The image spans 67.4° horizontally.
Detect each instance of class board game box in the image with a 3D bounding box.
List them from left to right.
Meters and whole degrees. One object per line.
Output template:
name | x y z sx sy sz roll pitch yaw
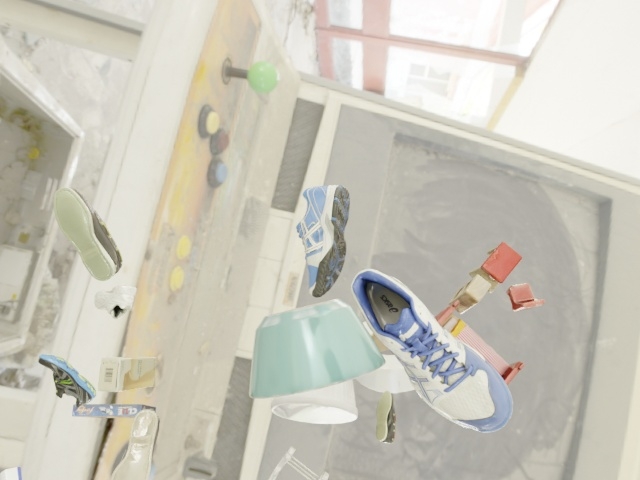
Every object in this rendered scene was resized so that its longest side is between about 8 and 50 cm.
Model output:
board game box | -0.752 0.628 1.762 0.165 0.243 0.042 90 0 -67

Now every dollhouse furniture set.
dollhouse furniture set | 0.404 0.179 1.127 0.374 0.201 0.152 -43 168 -21

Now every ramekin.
ramekin | -0.016 0.482 1.507 0.273 0.272 0.127 89 5 -59

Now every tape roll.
tape roll | 0.235 0.367 1.583 0.286 0.286 0.100 -65 149 -60

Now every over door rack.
over door rack | -0.077 0.732 1.226 0.324 0.239 0.108 -55 172 6

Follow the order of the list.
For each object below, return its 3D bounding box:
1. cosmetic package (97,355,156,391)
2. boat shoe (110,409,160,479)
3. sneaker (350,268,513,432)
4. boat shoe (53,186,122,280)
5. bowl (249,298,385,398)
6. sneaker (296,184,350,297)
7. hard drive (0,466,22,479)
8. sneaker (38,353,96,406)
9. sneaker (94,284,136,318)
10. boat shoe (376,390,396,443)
cosmetic package | -0.358 0.248 0.897 0.115 0.041 0.060 36 54 -72
boat shoe | -0.393 0.476 1.033 0.065 0.075 0.206 102 -3 -59
sneaker | 0.146 0.159 0.707 0.112 0.296 0.131 -48 149 3
boat shoe | -0.533 -0.019 1.108 0.069 0.081 0.228 -74 145 -72
bowl | -0.025 0.228 1.076 0.311 0.311 0.163 45 30 -81
sneaker | 0.000 0.000 0.883 0.080 0.081 0.211 -9 109 -63
hard drive | -0.663 0.678 1.002 0.040 0.319 0.210 11 131 -48
sneaker | -0.697 0.383 1.305 0.078 0.067 0.188 -42 113 -19
sneaker | -0.791 0.245 1.822 0.090 0.232 0.115 21 58 -45
boat shoe | 0.178 0.469 1.276 0.049 0.042 0.133 -31 -141 44
